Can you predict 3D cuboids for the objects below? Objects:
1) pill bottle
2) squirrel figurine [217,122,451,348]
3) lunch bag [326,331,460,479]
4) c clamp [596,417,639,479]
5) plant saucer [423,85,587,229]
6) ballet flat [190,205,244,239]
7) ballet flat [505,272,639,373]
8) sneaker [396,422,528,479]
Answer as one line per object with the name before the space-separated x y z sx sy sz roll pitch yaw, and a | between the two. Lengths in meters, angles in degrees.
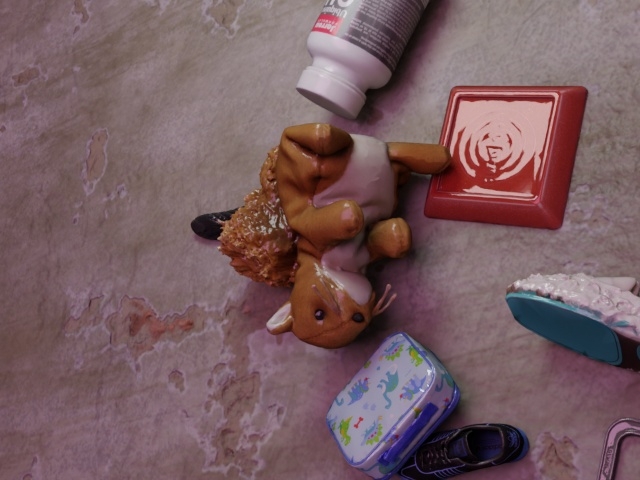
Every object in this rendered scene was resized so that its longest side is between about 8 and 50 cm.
pill bottle | 0.081 -0.399 1.750 0.176 0.176 0.319 25 88 36
squirrel figurine | 0.000 0.000 1.650 0.397 0.281 0.371 4 88 52
lunch bag | 0.117 0.276 1.520 0.219 0.090 0.176 -51 30 5
c clamp | 0.475 0.327 1.347 0.137 0.022 0.161 15 82 35
plant saucer | 0.310 -0.158 1.603 0.259 0.047 0.259 7 78 33
ballet flat | -0.192 -0.037 1.887 0.173 0.049 0.057 -7 115 31
ballet flat | 0.481 0.129 1.367 0.408 0.147 0.147 23 87 33
sneaker | 0.210 0.335 1.469 0.232 0.090 0.081 -21 64 25
